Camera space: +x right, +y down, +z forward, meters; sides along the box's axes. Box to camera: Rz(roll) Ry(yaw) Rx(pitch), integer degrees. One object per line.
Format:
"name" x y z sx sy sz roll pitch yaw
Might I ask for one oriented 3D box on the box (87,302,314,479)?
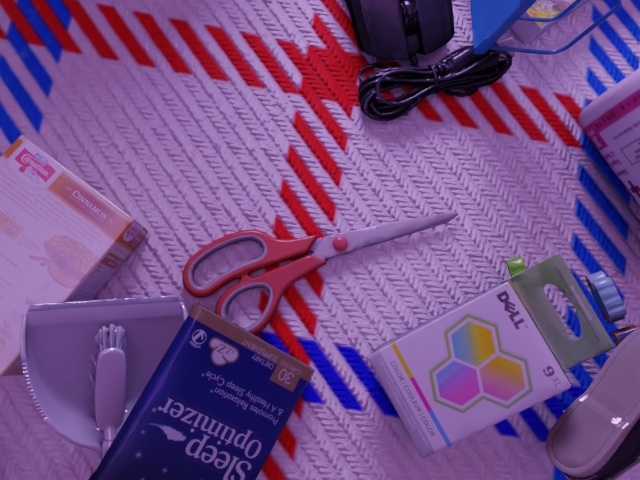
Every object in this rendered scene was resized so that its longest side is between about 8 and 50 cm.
"box" -0.117 0.190 0.540 0.136 0.036 0.225 34 79 -21

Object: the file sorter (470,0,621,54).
"file sorter" 0.226 -0.295 0.591 0.105 0.118 0.170 1 79 -13

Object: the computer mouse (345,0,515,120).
"computer mouse" 0.095 -0.287 0.651 0.189 0.072 0.272 -20 81 -7

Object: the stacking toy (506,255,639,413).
"stacking toy" 0.303 0.091 0.573 0.167 0.052 0.221 -22 83 13

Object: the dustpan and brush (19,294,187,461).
"dustpan and brush" -0.199 0.165 0.542 0.148 0.060 0.211 -1 107 -26

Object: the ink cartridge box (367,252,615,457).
"ink cartridge box" 0.163 0.108 0.550 0.209 0.062 0.108 -30 81 12

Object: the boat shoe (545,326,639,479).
"boat shoe" 0.299 0.144 0.525 0.206 0.075 0.065 -45 121 4

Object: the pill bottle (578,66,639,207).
"pill bottle" 0.415 -0.062 0.587 0.160 0.160 0.283 -31 83 -9

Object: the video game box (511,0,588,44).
"video game box" 0.260 -0.367 0.691 0.187 0.048 0.205 -35 84 -11

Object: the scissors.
"scissors" 0.000 0.000 0.614 0.297 0.021 0.109 -29 81 -7

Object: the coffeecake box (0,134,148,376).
"coffeecake box" -0.291 0.015 0.566 0.142 0.068 0.185 37 79 3
